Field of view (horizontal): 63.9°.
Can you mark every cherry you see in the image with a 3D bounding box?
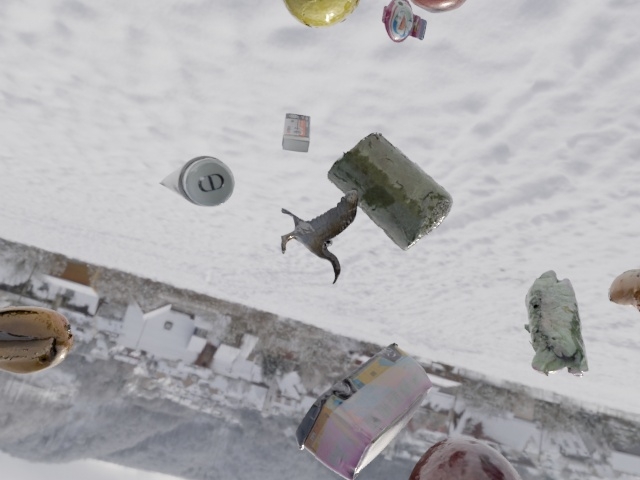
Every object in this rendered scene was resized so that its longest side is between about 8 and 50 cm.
[{"bbox_3d":[0.245,0.443,0.839,0.230,0.203,0.300,47,-164,-6],"label":"cherry"}]

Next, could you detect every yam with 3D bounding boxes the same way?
[{"bbox_3d":[0.182,-0.127,1.310,0.300,0.195,0.195,44,162,6],"label":"yam"}]

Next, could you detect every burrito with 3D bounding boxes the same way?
[{"bbox_3d":[0.427,0.140,0.943,0.096,0.309,0.066,7,117,17],"label":"burrito"}]

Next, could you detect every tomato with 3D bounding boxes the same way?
[{"bbox_3d":[0.350,-0.762,1.495,0.208,0.184,0.208,-10,-165,3],"label":"tomato"}]

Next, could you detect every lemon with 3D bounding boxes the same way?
[{"bbox_3d":[0.001,-0.809,1.596,0.298,0.296,0.297,14,161,5],"label":"lemon"}]

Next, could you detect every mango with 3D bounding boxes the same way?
[{"bbox_3d":[-0.675,0.220,1.113,0.249,0.155,0.151,-5,-175,-30],"label":"mango"}]

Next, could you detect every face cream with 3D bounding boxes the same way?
[{"bbox_3d":[-0.228,-0.118,0.972,0.143,0.089,0.314,-13,-166,-17],"label":"face cream"}]

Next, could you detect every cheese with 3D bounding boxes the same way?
[{"bbox_3d":[0.308,-0.790,1.860,0.245,0.154,0.062,-1,-163,-42],"label":"cheese"}]

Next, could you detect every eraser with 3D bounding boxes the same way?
[{"bbox_3d":[-0.046,-0.210,0.992,0.052,0.122,0.029,5,126,-5],"label":"eraser"}]

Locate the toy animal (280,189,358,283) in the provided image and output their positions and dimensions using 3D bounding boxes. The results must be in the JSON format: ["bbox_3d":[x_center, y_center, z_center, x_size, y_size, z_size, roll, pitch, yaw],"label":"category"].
[{"bbox_3d":[-0.015,0.006,1.209,0.160,0.196,0.272,1,170,-7],"label":"toy animal"}]

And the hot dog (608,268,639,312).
[{"bbox_3d":[0.635,0.106,0.864,0.159,0.116,0.349,10,174,2],"label":"hot dog"}]

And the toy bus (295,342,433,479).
[{"bbox_3d":[0.126,0.399,1.231,0.162,0.171,0.386,38,-150,22],"label":"toy bus"}]
